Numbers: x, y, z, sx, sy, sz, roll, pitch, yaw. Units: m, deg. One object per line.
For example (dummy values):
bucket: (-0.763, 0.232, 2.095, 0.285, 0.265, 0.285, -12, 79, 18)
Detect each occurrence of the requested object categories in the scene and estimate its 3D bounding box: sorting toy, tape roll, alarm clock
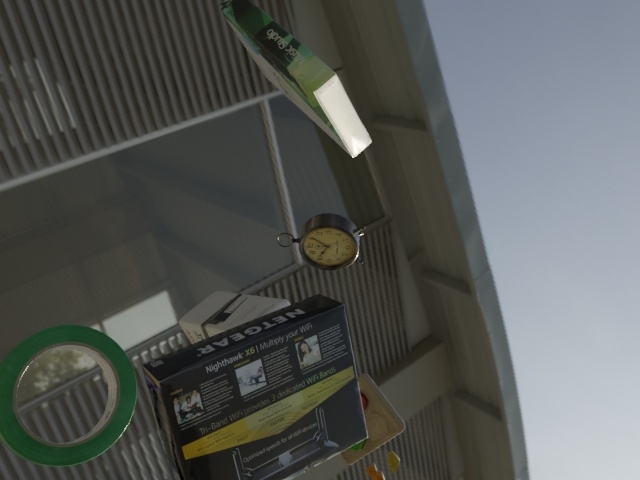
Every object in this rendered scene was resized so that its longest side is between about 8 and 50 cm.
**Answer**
sorting toy: (0.139, 0.589, 1.963, 0.229, 0.041, 0.307, -38, -94, 14)
tape roll: (-0.602, 0.364, 1.515, 0.077, 0.321, 0.321, -25, -88, 52)
alarm clock: (0.000, 0.000, 1.395, 0.064, 0.191, 0.129, -88, 179, -49)

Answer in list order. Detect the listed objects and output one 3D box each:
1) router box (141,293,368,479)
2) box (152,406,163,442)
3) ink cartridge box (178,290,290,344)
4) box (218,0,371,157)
router box: (-0.087, 0.249, 0.976, 0.081, 0.308, 0.243, 16, -60, 57)
box: (-0.382, 0.505, 1.861, 0.203, 0.114, 0.103, 26, 44, -75)
ink cartridge box: (-0.197, 0.312, 1.830, 0.394, 0.166, 0.286, 0, -58, 53)
box: (-0.047, -0.320, 1.241, 0.322, 0.058, 0.232, 46, -1, 31)
